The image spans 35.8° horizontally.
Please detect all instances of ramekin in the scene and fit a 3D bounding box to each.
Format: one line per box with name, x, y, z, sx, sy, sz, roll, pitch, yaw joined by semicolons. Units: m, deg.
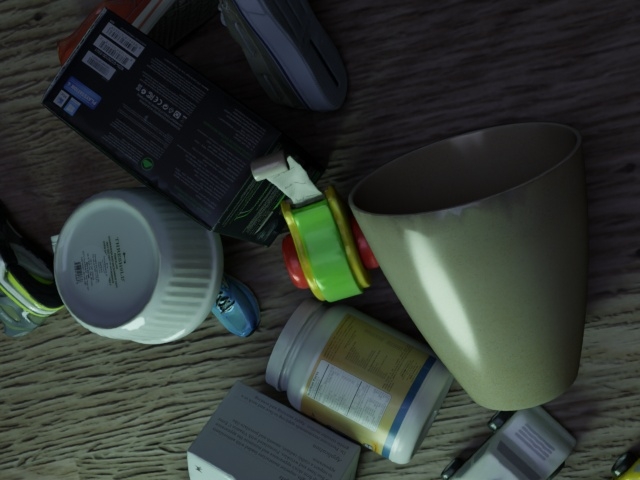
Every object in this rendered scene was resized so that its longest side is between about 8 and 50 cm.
ramekin;-0.235;0.029;1.243;0.207;0.109;0.207;-1;89;26

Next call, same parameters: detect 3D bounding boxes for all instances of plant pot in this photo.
plant pot;0.191;0.041;1.105;0.257;0.256;0.274;-11;109;21

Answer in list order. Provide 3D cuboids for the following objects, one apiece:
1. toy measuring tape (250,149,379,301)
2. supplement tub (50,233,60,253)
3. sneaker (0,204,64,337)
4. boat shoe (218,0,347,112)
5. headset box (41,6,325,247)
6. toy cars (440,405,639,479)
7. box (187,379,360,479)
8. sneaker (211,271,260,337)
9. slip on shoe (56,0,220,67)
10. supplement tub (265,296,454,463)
toy measuring tape;0.000;0.000;1.108;0.121;0.330;0.121;-3;76;14
supplement tub;-0.325;0.037;1.365;0.071;0.071;0.107;-13;95;21
sneaker;-0.492;0.019;1.406;0.300;0.111;0.121;46;114;10
boat shoe;-0.068;-0.256;1.137;0.094;0.109;0.302;-4;138;28
headset box;-0.145;-0.119;1.170;0.246;0.283;0.131;36;93;10
toy cars;0.312;0.275;1.164;0.394;0.087;0.176;-7;96;21
box;-0.059;0.298;1.242;0.181;0.119;0.182;26;146;14
sneaker;-0.146;0.065;1.302;0.063;0.073;0.162;-43;83;20
slip on shoe;-0.215;-0.298;1.251;0.331;0.123;0.101;-35;82;26
supplement tub;0.049;0.166;1.211;0.200;0.144;0.144;26;106;15
